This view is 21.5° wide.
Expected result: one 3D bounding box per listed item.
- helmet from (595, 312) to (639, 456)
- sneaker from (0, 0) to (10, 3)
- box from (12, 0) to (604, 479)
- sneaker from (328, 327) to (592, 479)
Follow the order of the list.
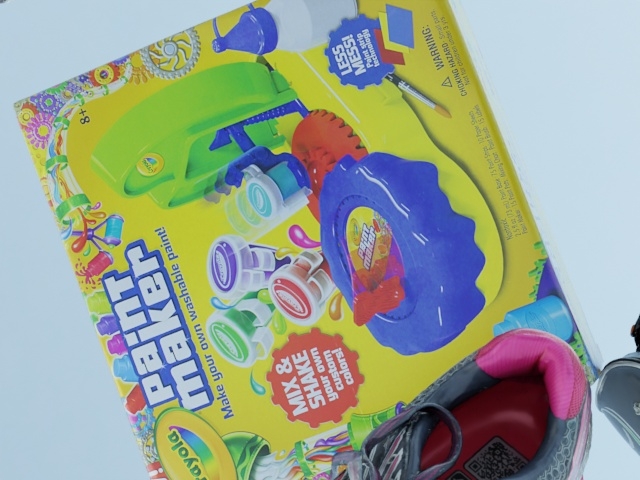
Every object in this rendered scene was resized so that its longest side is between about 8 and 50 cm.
[{"bbox_3d":[0.273,0.095,1.068,0.161,0.169,0.169,30,-134,19],"label":"helmet"},{"bbox_3d":[-0.293,-0.266,1.424,0.235,0.153,0.094,-14,-58,-52],"label":"sneaker"},{"bbox_3d":[0.000,0.000,1.092,0.177,0.279,0.290,2,-114,-79],"label":"box"},{"bbox_3d":[0.018,0.152,0.770,0.121,0.112,0.299,31,-124,20],"label":"sneaker"}]
